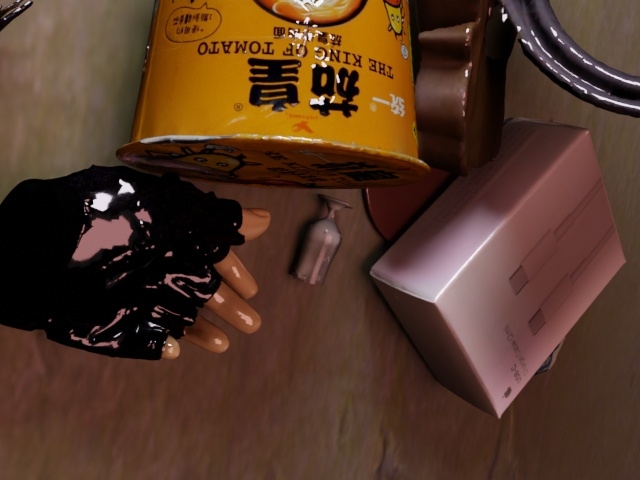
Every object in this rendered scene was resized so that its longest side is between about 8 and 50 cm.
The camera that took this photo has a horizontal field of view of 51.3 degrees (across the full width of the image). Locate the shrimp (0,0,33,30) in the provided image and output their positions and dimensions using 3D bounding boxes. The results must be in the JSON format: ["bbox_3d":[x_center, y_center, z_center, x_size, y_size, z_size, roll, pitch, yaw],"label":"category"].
[{"bbox_3d":[-0.252,-0.078,0.387,0.233,0.079,0.090,-47,159,-23],"label":"shrimp"}]

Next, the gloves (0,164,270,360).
[{"bbox_3d":[-0.119,0.020,0.482,0.164,0.124,0.203,-41,154,10],"label":"gloves"}]

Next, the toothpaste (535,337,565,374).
[{"bbox_3d":[0.240,0.154,0.827,0.197,0.035,0.057,-4,118,-38],"label":"toothpaste"}]

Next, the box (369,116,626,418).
[{"bbox_3d":[0.198,0.026,0.712,0.252,0.106,0.203,-44,128,-15],"label":"box"}]

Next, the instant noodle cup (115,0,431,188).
[{"bbox_3d":[-0.027,-0.129,0.470,0.216,0.216,0.172,4,88,-37],"label":"instant noodle cup"}]

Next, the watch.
[{"bbox_3d":[0.251,-0.215,0.527,0.314,0.327,0.334,-25,120,-64],"label":"watch"}]

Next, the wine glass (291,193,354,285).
[{"bbox_3d":[0.000,0.000,0.610,0.039,0.042,0.083,22,88,-9],"label":"wine glass"}]

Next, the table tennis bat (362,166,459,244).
[{"bbox_3d":[0.154,-0.082,0.722,0.274,0.021,0.154,-17,110,-32],"label":"table tennis bat"}]
